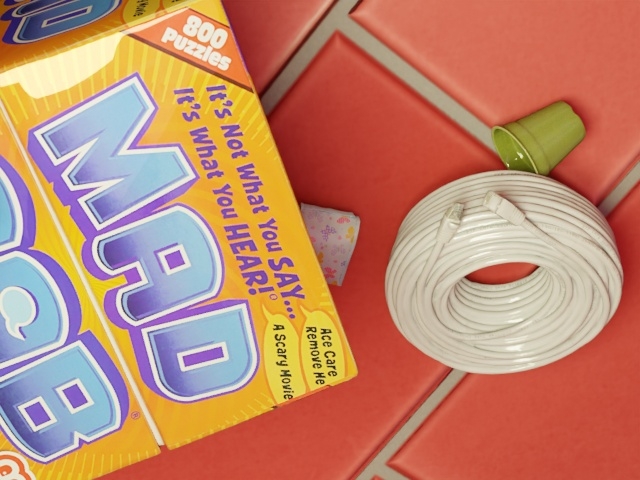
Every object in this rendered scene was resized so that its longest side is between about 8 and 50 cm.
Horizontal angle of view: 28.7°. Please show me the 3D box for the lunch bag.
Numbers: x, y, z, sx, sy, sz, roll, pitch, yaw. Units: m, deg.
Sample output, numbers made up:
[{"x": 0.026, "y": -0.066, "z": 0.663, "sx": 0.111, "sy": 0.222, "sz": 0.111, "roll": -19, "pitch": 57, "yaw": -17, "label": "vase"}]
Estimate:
[{"x": 0.000, "y": 0.000, "z": 1.362, "sx": 0.071, "sy": 0.053, "sz": 0.083, "roll": 9, "pitch": 122, "yaw": -14, "label": "lunch bag"}]

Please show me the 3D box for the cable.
[{"x": 0.196, "y": 0.040, "z": 1.365, "sx": 0.257, "sy": 0.089, "sz": 0.257, "roll": 21, "pitch": 132, "yaw": -22, "label": "cable"}]

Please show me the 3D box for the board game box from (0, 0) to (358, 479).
[{"x": -0.217, "y": -0.043, "z": 1.122, "sx": 0.356, "sy": 0.356, "sz": 0.356, "roll": -21, "pitch": 117, "yaw": -1, "label": "board game box"}]

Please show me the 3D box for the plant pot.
[{"x": 0.241, "y": -0.110, "z": 1.354, "sx": 0.079, "sy": 0.083, "sz": 0.083, "roll": -35, "pitch": 117, "yaw": -8, "label": "plant pot"}]
